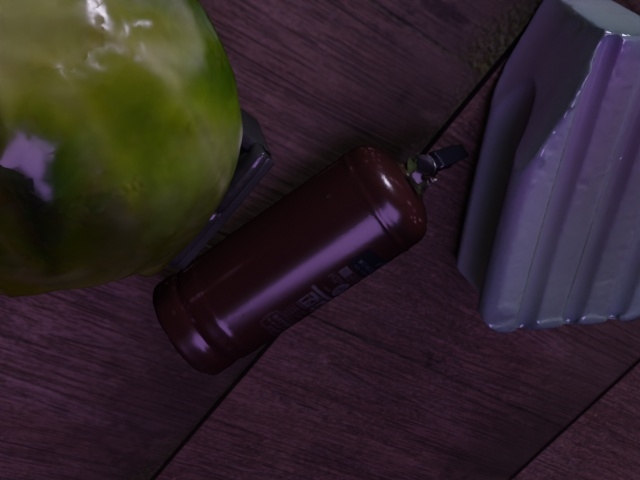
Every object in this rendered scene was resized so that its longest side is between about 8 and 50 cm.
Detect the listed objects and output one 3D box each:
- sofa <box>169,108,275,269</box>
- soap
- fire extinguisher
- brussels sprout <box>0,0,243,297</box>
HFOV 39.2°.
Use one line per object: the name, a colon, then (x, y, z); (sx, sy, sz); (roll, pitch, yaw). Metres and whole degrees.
sofa: (-0.115, -0.055, 0.838); (0.060, 0.085, 0.147); (28, 115, -36)
soap: (0.271, -0.071, 0.923); (0.208, 0.115, 0.347); (-5, 127, -15)
fire extinguisher: (0.000, 0.000, 0.905); (0.337, 0.135, 0.114); (-34, 87, 11)
brussels sprout: (-0.226, -0.085, 0.664); (0.344, 0.268, 0.344); (-6, 134, -6)
